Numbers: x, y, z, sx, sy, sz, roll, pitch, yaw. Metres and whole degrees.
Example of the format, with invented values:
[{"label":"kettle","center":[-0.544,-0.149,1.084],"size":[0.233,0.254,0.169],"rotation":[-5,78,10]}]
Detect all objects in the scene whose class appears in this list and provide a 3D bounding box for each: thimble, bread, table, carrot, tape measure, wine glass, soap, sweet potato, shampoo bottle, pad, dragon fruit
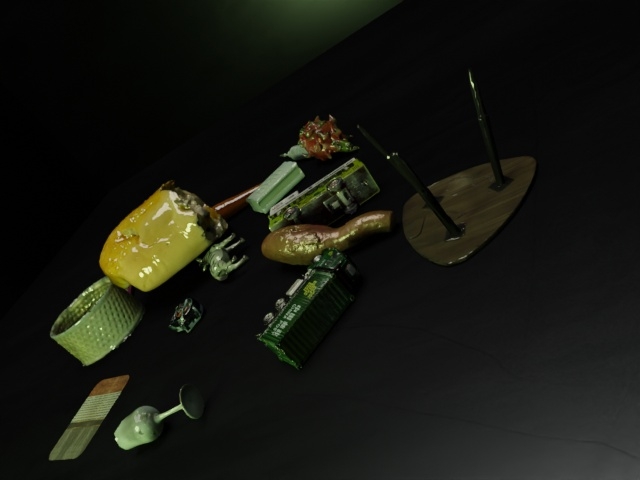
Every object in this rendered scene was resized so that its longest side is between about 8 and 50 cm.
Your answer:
[{"label":"thimble","center":[-0.727,0.257,1.758],"size":[0.270,0.150,0.271],"rotation":[-30,27,17]},{"label":"bread","center":[-0.530,-0.009,1.752],"size":[0.394,0.250,0.361],"rotation":[-38,8,2]},{"label":"table","center":[0.229,-0.143,1.063],"size":[0.317,0.249,0.317],"rotation":[-30,27,17]},{"label":"carrot","center":[-0.282,-0.143,1.945],"size":[0.336,0.069,0.069],"rotation":[-27,28,8]},{"label":"tape measure","center":[-0.372,0.207,1.494],"size":[0.091,0.054,0.094],"rotation":[-5,48,46]},{"label":"wine glass","center":[-0.349,0.383,1.157],"size":[0.195,0.079,0.079],"rotation":[-29,27,15]},{"label":"soap","center":[-0.154,-0.183,1.829],"size":[0.198,0.063,0.114],"rotation":[-46,25,-15]},{"label":"sweet potato","center":[0.000,0.000,1.303],"size":[0.385,0.109,0.109],"rotation":[-10,37,33]},{"label":"shampoo bottle","center":[-0.074,-0.324,1.961],"size":[0.195,0.056,0.056],"rotation":[1,46,53]},{"label":"pad","center":[-0.572,0.432,1.387],"size":[0.323,0.055,0.250],"rotation":[-39,19,42]},{"label":"dragon fruit","center":[0.031,-0.334,1.781],"size":[0.235,0.135,0.137],"rotation":[8,50,29]}]

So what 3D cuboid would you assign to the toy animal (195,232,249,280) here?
[{"label":"toy animal","center":[-0.307,0.061,1.631],"size":[0.176,0.073,0.217],"rotation":[-41,30,11]}]

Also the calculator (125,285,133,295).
[{"label":"calculator","center":[-0.758,0.197,2.031],"size":[0.126,0.034,0.190],"rotation":[-37,32,2]}]

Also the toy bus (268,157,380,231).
[{"label":"toy bus","center":[0.004,-0.102,1.454],"size":[0.301,0.113,0.139],"rotation":[-32,26,7]}]

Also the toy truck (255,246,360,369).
[{"label":"toy truck","center":[-0.019,0.131,1.129],"size":[0.259,0.088,0.121],"rotation":[-51,27,-20]}]
